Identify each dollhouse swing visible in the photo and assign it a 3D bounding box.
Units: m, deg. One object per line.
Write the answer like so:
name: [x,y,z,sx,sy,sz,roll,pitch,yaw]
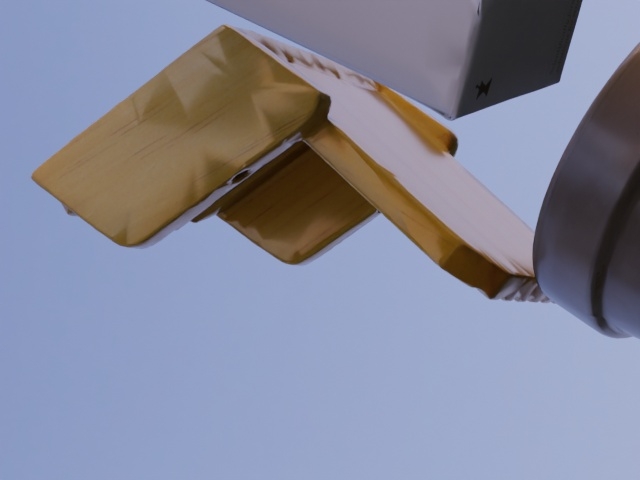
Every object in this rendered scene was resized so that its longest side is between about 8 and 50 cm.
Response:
dollhouse swing: [0.000,0.000,1.602,0.305,0.315,0.347,59,-162,15]

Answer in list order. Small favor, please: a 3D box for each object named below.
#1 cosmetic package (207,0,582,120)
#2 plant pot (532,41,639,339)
cosmetic package: [0.008,-0.250,1.265,0.155,0.365,0.197,-22,-46,-51]
plant pot: [0.375,-0.009,1.402,0.323,0.280,0.323,-35,-34,-28]
